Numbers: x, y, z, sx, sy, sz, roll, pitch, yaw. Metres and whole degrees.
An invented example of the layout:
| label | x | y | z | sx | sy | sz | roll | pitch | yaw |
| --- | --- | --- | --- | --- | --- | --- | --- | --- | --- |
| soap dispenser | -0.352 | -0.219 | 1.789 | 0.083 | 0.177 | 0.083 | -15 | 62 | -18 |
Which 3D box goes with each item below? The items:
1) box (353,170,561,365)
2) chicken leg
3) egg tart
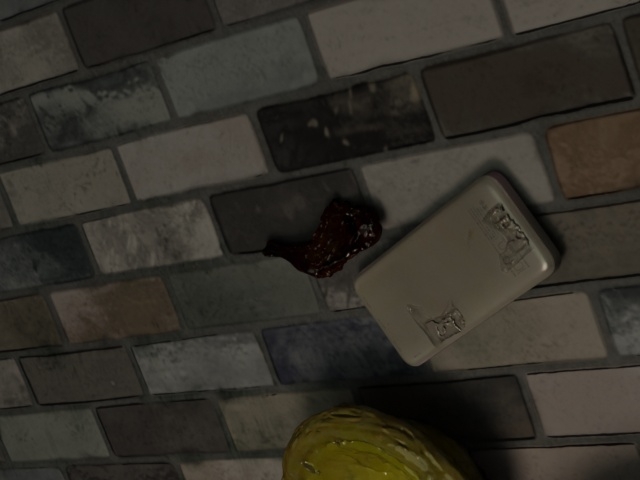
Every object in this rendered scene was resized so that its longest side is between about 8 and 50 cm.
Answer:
| label | x | y | z | sx | sy | sz | roll | pitch | yaw |
| --- | --- | --- | --- | --- | --- | --- | --- | --- | --- |
| box | 0.159 | 0.040 | 1.800 | 0.142 | 0.044 | 0.285 | 54 | 133 | 4 |
| chicken leg | 0.003 | 0.006 | 1.898 | 0.205 | 0.053 | 0.093 | -29 | 70 | 36 |
| egg tart | 0.107 | 0.354 | 1.941 | 0.345 | 0.132 | 0.345 | 17 | 121 | 30 |
